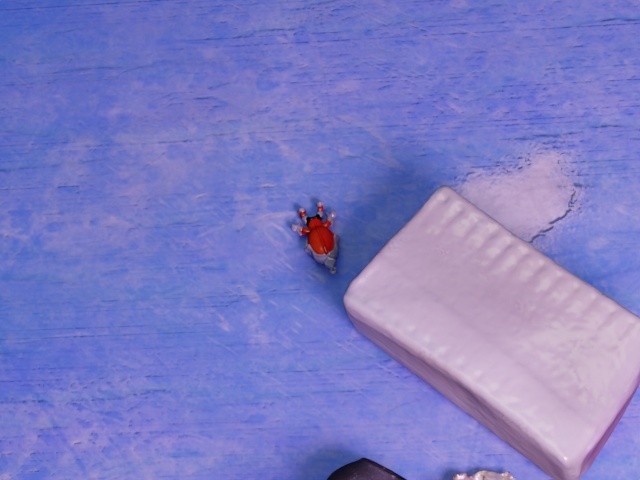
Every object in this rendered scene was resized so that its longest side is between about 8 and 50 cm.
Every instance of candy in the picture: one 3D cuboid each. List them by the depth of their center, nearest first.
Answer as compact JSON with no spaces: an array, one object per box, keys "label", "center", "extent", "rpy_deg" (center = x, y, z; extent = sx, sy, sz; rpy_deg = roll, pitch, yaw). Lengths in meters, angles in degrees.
[{"label":"candy","center":[0.220,0.117,1.806],"extent":[0.358,0.145,0.208],"rpy_deg":[35,73,19]}]

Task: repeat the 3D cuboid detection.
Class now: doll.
[{"label":"doll","center":[0.000,0.001,1.939],"extent":[0.057,0.039,0.114],"rpy_deg":[-3,54,-24]}]

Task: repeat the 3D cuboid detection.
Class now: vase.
[{"label":"vase","center":[0.037,0.353,1.748],"extent":[0.120,0.120,0.183],"rpy_deg":[28,87,17]}]

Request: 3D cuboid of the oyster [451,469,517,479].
[{"label":"oyster","center":[0.188,0.353,1.756],"extent":[0.108,0.053,0.166],"rpy_deg":[10,60,-9]}]
